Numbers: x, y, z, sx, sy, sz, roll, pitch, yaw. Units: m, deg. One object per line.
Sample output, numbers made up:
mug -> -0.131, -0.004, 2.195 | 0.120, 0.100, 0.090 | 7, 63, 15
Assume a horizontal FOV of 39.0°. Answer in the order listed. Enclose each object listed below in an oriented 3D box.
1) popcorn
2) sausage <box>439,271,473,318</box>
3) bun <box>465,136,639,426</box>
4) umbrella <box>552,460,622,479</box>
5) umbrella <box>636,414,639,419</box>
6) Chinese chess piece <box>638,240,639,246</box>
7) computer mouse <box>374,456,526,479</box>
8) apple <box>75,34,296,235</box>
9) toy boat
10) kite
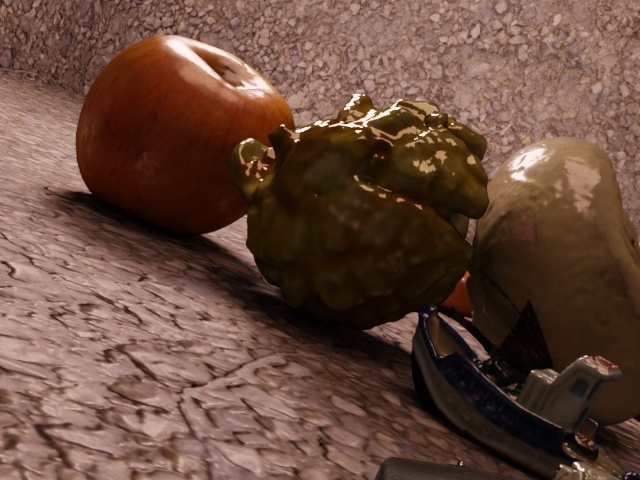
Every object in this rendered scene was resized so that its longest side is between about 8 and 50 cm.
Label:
popcorn -> 0.049, -0.029, 1.090 | 0.274, 0.279, 0.335 | 18, -35, -29
sausage -> 0.183, 0.058, 1.651 | 0.348, 0.093, 0.097 | 29, 22, 36
bun -> 0.287, 0.058, 1.122 | 0.213, 0.360, 0.361 | -13, -2, 13
umbrella -> 0.194, 0.195, 0.646 | 0.067, 0.062, 0.143 | -9, 3, 19
umbrella -> 0.459, 0.242, 1.306 | 0.133, 0.031, 0.036 | 29, -17, 52
Chinese chess piece -> 0.525, 0.115, 1.523 | 0.112, 0.270, 0.270 | 43, 14, 23
computer mouse -> 0.074, 0.163, 0.486 | 0.113, 0.068, 0.229 | 10, -6, 8
apple -> -0.200, -0.142, 1.301 | 0.299, 0.275, 0.299 | 31, 14, -9
toy boat -> 0.190, 0.139, 0.853 | 0.262, 0.115, 0.114 | 26, 7, 35
kite -> 0.189, 0.125, 0.930 | 0.010, 0.183, 0.160 | -30, 64, -34
